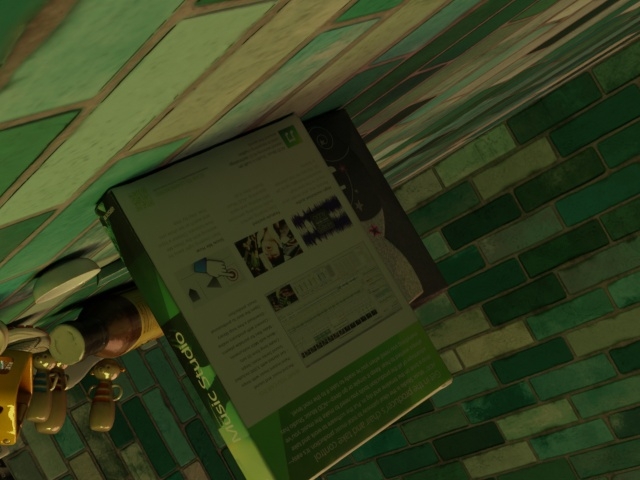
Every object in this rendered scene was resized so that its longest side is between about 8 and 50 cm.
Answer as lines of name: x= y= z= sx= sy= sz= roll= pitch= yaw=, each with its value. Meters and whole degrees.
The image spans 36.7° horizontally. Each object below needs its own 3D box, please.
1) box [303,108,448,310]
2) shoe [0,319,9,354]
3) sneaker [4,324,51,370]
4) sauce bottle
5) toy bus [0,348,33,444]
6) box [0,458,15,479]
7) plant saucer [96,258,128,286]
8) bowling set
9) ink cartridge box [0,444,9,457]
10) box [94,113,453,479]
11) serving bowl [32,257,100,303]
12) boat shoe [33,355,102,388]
box: x=0.000 y=0.000 z=1.111 sx=0.163 sy=0.247 sz=0.142 roll=-28 pitch=176 yaw=-40
shoe: x=-0.427 y=0.143 z=1.034 sx=0.058 sy=0.076 sz=0.219 roll=20 pitch=-148 yaw=40
sneaker: x=-0.481 y=0.191 z=1.377 sx=0.225 sy=0.092 sz=0.088 roll=-28 pitch=178 yaw=-44
sauce bottle: x=-0.358 y=0.145 z=1.704 sx=0.111 sy=0.111 sz=0.344 roll=-30 pitch=176 yaw=20
toy bus: x=-0.442 y=0.171 z=1.147 sx=0.202 sy=0.191 sz=0.104 roll=-24 pitch=136 yaw=-42
box: x=-0.645 y=0.451 z=1.552 sx=0.179 sy=0.343 sz=0.312 roll=-28 pitch=-174 yaw=11
plant saucer: x=-0.237 y=0.013 z=1.393 sx=0.192 sy=0.018 sz=0.067 roll=-29 pitch=178 yaw=-19
bowling set: x=-0.497 y=0.238 z=1.651 sx=0.287 sy=0.154 sz=0.200 roll=-7 pitch=155 yaw=18
ink cartridge box: x=-0.563 y=0.276 z=1.335 sx=0.065 sy=0.165 sz=0.333 roll=-28 pitch=177 yaw=7
box: x=-0.039 y=0.056 z=0.939 sx=0.232 sy=0.322 sz=0.058 roll=-27 pitch=174 yaw=-35
serving bowl: x=-0.299 y=0.042 z=1.122 sx=0.083 sy=0.027 sz=0.083 roll=-29 pitch=177 yaw=-2
boat shoe: x=-0.540 y=0.252 z=1.984 sx=0.102 sy=0.108 sz=0.301 roll=-32 pitch=-176 yaw=21
